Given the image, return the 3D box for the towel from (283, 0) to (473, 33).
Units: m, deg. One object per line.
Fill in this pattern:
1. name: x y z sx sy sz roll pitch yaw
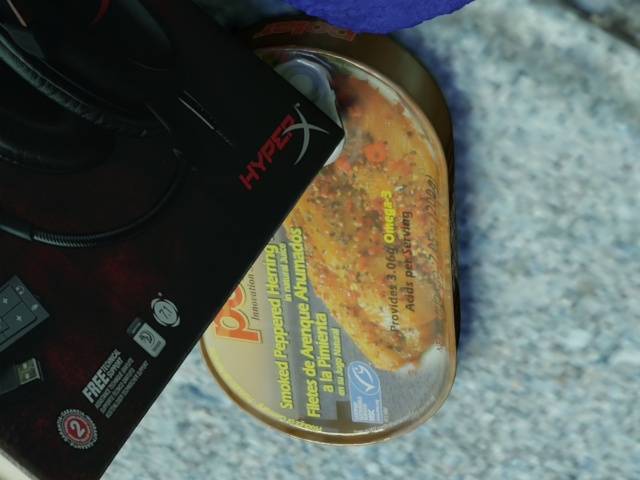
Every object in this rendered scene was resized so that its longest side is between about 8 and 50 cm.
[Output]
1. towel: 0.020 -0.161 0.370 0.228 0.076 0.308 -29 157 20

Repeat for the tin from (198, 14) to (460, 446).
1. tin: 0.000 0.000 0.640 0.106 0.040 0.189 1 127 8

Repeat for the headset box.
1. headset box: -0.164 -0.048 0.506 0.293 0.218 0.110 40 126 -4
